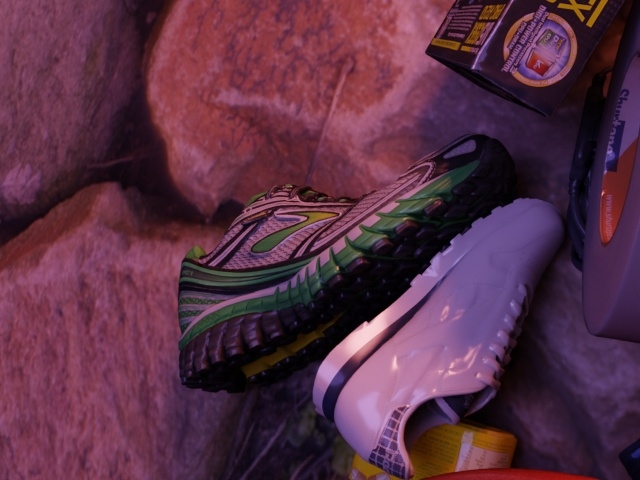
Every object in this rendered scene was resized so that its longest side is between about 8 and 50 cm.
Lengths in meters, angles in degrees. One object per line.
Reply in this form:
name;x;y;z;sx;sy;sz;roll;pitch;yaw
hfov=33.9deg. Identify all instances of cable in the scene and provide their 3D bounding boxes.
cable;0.247;-0.039;0.741;0.150;0.047;0.184;10;84;32

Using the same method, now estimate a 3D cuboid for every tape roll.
tape roll;0.207;-0.047;0.604;0.072;0.219;0.219;10;85;7

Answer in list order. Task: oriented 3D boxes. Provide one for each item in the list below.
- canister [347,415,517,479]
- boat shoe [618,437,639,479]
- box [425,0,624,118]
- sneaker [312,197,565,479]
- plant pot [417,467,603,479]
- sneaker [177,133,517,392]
canister;0.071;0.212;0.790;0.126;0.073;0.170;13;86;37
boat shoe;0.276;0.064;0.648;0.089;0.109;0.258;38;100;25
box;0.163;-0.201;0.715;0.060;0.270;0.216;29;100;-6
sneaker;0.106;0.068;0.759;0.235;0.090;0.095;-44;54;-11
plant pot;0.079;0.287;0.606;0.267;0.267;0.236;-38;12;-11
sneaker;0.000;0.000;0.852;0.343;0.134;0.146;-28;63;29
